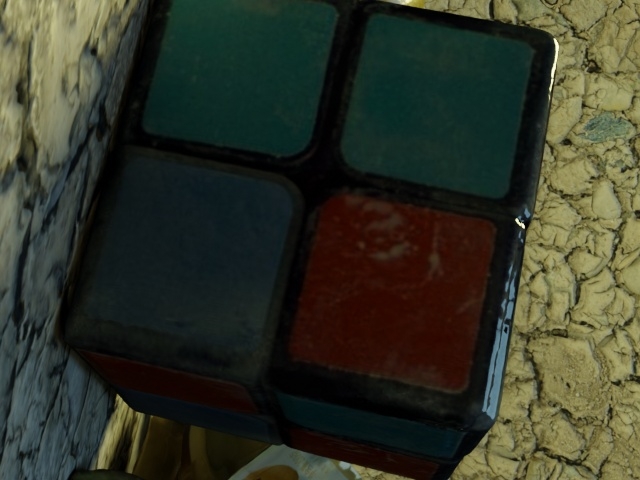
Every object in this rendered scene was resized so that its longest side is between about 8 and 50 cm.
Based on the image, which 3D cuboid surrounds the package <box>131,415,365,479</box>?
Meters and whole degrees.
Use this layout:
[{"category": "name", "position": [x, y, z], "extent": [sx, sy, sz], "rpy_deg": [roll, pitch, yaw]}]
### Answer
[{"category": "package", "position": [-0.067, 0.270, 1.299], "extent": [0.165, 0.221, 0.311], "rpy_deg": [49, -3, 46]}]

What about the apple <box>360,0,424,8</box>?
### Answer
[{"category": "apple", "position": [0.018, -0.238, 1.303], "extent": [0.188, 0.173, 0.207], "rpy_deg": [93, 18, -51]}]

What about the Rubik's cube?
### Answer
[{"category": "Rubik's cube", "position": [0.000, 0.000, 1.030], "extent": [0.313, 0.318, 0.316], "rpy_deg": [87, 14, -72]}]

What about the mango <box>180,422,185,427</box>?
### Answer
[{"category": "mango", "position": [-0.082, 0.169, 1.443], "extent": [0.350, 0.201, 0.199], "rpy_deg": [88, -11, -46]}]

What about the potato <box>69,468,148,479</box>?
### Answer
[{"category": "potato", "position": [-0.167, 0.357, 1.075], "extent": [0.255, 0.269, 0.112], "rpy_deg": [-50, -178, 10]}]
